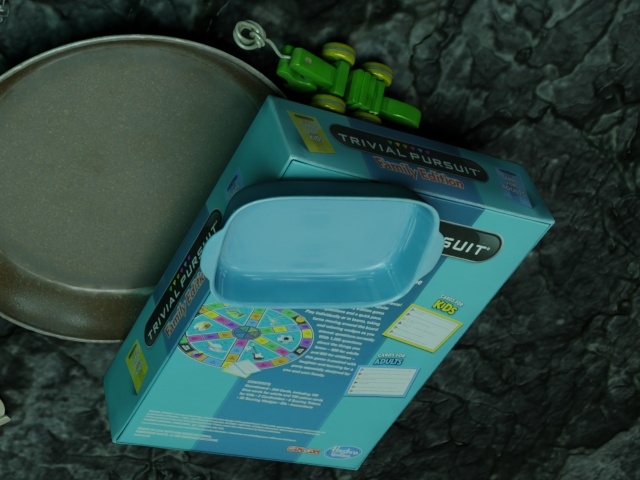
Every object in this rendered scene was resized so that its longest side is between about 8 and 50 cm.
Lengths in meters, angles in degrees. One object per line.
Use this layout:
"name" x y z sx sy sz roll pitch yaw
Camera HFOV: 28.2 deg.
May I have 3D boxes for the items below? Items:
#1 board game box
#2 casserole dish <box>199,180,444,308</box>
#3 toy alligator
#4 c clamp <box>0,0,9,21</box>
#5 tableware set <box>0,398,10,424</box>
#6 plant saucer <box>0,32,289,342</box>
"board game box" -0.002 0.054 1.086 0.253 0.079 0.336 12 128 -30
"casserole dish" 0.000 0.000 0.947 0.188 0.037 0.114 1 133 -20
"toy alligator" -0.002 -0.128 1.017 0.189 0.056 0.051 22 162 -32
"c clamp" -0.305 -0.161 0.919 0.160 0.022 0.137 -1 135 -18
"tableware set" -0.368 0.139 1.154 0.141 0.020 0.169 -14 132 -5
"plant saucer" -0.159 -0.044 1.041 0.310 0.050 0.311 -9 132 -10
